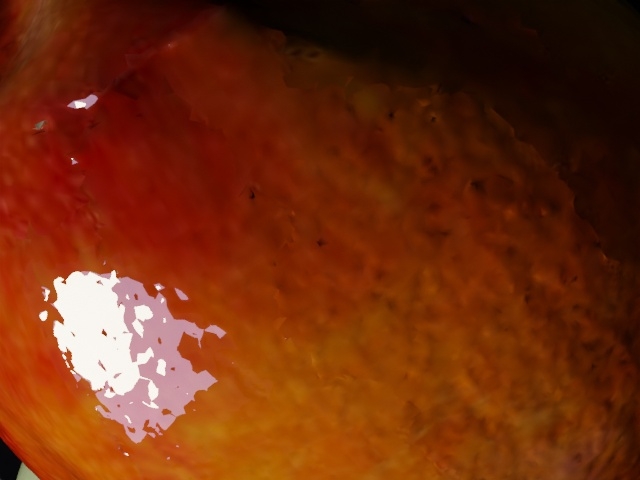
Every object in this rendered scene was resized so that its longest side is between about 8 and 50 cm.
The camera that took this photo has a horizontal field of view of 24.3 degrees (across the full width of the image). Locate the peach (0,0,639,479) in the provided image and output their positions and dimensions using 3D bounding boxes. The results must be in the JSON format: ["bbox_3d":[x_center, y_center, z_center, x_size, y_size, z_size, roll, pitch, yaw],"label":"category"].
[{"bbox_3d":[-0.002,0.002,0.634,0.372,0.290,0.373,31,160,12],"label":"peach"}]

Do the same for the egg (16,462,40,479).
[{"bbox_3d":[-0.104,0.234,1.162,0.336,0.278,0.278,-92,-24,-53],"label":"egg"}]
